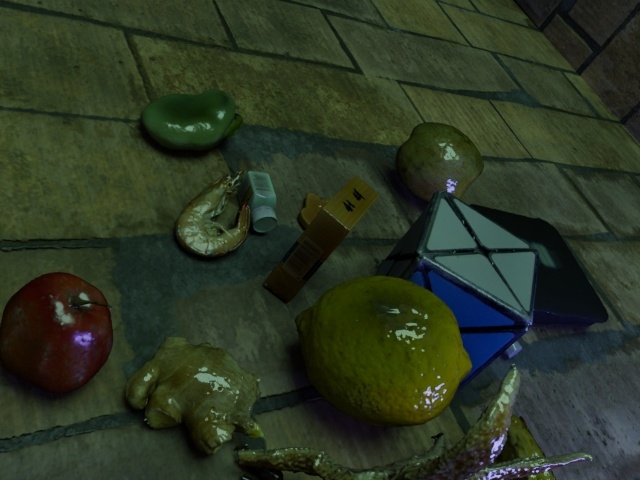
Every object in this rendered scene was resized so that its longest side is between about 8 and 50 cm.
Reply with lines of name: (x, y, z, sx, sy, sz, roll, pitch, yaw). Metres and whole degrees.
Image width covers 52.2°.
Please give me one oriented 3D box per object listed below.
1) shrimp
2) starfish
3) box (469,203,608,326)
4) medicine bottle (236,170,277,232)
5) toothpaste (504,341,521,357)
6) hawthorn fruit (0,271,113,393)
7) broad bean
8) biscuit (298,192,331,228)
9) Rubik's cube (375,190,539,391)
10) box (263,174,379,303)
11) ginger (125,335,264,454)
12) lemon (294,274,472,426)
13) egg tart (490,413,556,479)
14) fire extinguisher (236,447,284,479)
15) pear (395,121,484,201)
shrimp: (-0.192, -0.055, 1.279, 0.132, 0.053, 0.236, 22, 47, 7)
starfish: (0.144, 0.297, 0.931, 0.383, 0.398, 0.132, 8, 60, -40)
box: (0.542, 0.066, 1.677, 0.350, 0.091, 0.359, 9, 46, -30)
medicine bottle: (-0.128, -0.077, 1.346, 0.054, 0.074, 0.118, 5, 49, -33)
toothpaste: (0.379, 0.180, 1.487, 0.067, 0.043, 0.194, -13, 54, -39)
hawthorn fruit: (-0.354, 0.109, 0.896, 0.162, 0.203, 0.163, 22, 38, -18)
broad bean: (-0.274, -0.256, 1.412, 0.227, 0.100, 0.169, -8, 47, -26)
biscuit: (0.004, -0.058, 1.463, 0.140, 0.023, 0.118, -17, 62, -44)
Rubik's cube: (0.254, 0.101, 1.308, 0.260, 0.259, 0.255, 31, 38, 0)
box: (0.000, 0.001, 1.234, 0.070, 0.237, 0.152, 42, 40, 0)
ginger: (-0.172, 0.233, 0.983, 0.216, 0.102, 0.157, 33, 45, 1)
lemon: (0.100, 0.186, 1.107, 0.310, 0.254, 0.253, 15, 39, 8)
egg tart: (0.358, 0.438, 1.110, 0.290, 0.115, 0.290, 60, 9, -16)
fire extinguisher: (-0.086, 0.356, 0.979, 0.100, 0.032, 0.046, 33, 28, 6)
pear: (0.304, -0.205, 1.693, 0.211, 0.188, 0.228, 44, 39, -2)
